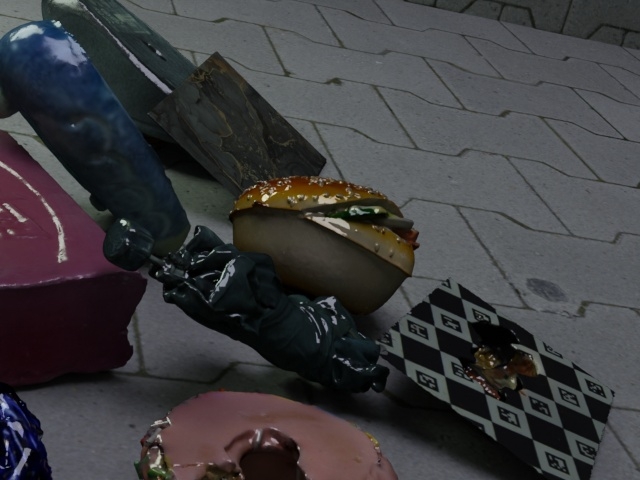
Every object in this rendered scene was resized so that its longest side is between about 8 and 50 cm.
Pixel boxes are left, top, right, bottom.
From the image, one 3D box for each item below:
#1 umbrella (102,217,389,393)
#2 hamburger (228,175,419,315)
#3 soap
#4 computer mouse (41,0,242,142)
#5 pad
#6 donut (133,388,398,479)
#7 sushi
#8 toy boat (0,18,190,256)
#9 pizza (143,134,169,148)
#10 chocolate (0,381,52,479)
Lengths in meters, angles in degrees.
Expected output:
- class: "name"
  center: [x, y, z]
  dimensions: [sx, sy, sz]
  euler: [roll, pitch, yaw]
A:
- class: "umbrella"
  center: [-0.068, 0.060, 1.300]
  dimensions: [0.348, 0.094, 0.143]
  euler: [32, -3, -36]
- class: "hamburger"
  center: [0.001, 0.001, 1.517]
  dimensions: [0.236, 0.147, 0.237]
  euler: [19, -7, 2]
- class: "soap"
  center: [-0.368, 0.010, 1.337]
  dimensions: [0.232, 0.128, 0.359]
  euler: [-5, 30, -36]
- class: "computer mouse"
  center: [-0.276, -0.243, 1.932]
  dimensions: [0.374, 0.114, 0.203]
  euler: [42, 19, 12]
- class: "pad"
  center: [-0.108, -0.147, 1.865]
  dimensions: [0.247, 0.007, 0.367]
  euler: [44, 22, -7]
- class: "donut"
  center: [-0.045, 0.211, 1.132]
  dimensions: [0.232, 0.085, 0.199]
  euler: [16, 23, 1]
- class: "sushi"
  center: [0.192, 0.167, 1.434]
  dimensions: [0.264, 0.050, 0.290]
  euler: [35, 24, 9]
- class: "toy boat"
  center: [-0.285, -0.107, 1.520]
  dimensions: [0.123, 0.330, 0.215]
  euler: [-37, 47, -11]
- class: "pizza"
  center: [-0.251, -0.147, 1.914]
  dimensions: [0.037, 0.016, 0.083]
  euler: [34, 33, 31]
- class: "chocolate"
  center: [-0.205, 0.247, 0.935]
  dimensions: [0.343, 0.126, 0.148]
  euler: [44, -2, 37]
